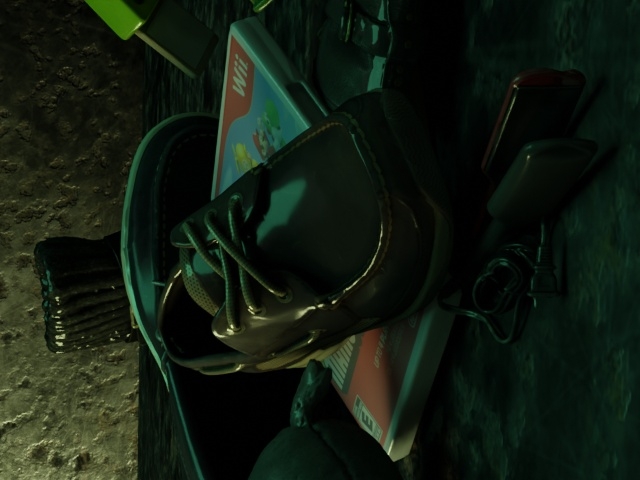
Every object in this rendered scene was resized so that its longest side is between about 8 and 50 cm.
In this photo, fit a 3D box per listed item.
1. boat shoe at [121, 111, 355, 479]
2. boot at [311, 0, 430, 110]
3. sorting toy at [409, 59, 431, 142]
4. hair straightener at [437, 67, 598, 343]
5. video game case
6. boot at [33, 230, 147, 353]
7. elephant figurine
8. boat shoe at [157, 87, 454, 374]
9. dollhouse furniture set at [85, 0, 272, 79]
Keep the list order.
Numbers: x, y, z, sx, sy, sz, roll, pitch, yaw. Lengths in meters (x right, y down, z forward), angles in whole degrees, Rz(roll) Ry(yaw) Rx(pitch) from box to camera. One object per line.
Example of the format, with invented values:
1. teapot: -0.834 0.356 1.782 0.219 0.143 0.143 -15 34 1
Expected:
1. boat shoe: -0.058 0.100 1.259 0.156 0.187 0.500 124 140 -59
2. boot: 0.027 -0.210 1.039 0.263 0.091 0.229 -113 31 -55
3. sorting toy: 0.045 -0.029 1.120 0.208 0.038 0.193 121 148 -57
4. hair straightener: 0.103 0.000 0.822 0.230 0.047 0.089 113 155 -60
5. video game case: 0.000 0.000 1.079 0.285 0.025 0.204 55 152 31
6. boot: -0.172 -0.007 1.551 0.131 0.260 0.348 -103 18 -46
7. elephant figurine: 0.038 0.229 0.946 0.169 0.186 0.239 -47 29 -3
8. boat shoe: -0.023 0.021 0.951 0.132 0.130 0.355 64 155 15
9. dollhouse furniture set: -0.038 -0.287 1.242 0.301 0.151 0.197 -35 25 41
